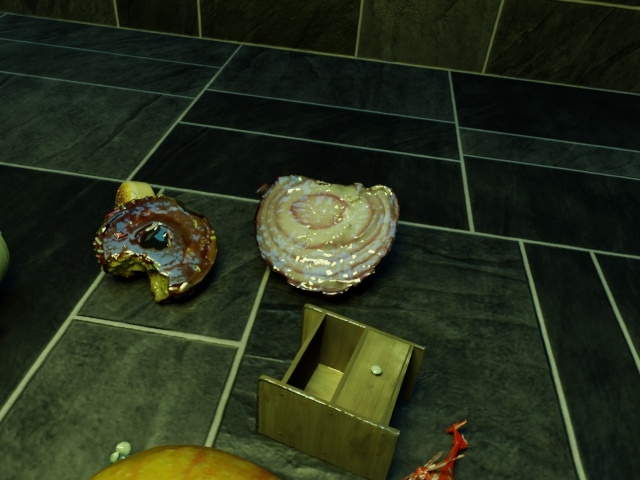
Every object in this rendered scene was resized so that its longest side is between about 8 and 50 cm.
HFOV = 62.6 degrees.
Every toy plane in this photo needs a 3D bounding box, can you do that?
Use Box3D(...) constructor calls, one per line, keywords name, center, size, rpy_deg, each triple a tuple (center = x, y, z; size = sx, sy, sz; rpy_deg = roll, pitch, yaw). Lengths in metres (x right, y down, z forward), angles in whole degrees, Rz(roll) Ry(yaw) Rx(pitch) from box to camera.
Box3D(name="toy plane", center=(0.175, 0.344, 0.772), size=(0.077, 0.126, 0.194), rpy_deg=(54, 14, 7))

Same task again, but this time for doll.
Box3D(name="doll", center=(-0.275, 0.338, 0.731), size=(0.076, 0.050, 0.083), rpy_deg=(33, 41, 5))

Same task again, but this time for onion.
Box3D(name="onion", center=(0.000, 0.000, 1.142), size=(0.314, 0.146, 0.280), rpy_deg=(14, 63, 10))

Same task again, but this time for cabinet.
Box3D(name="cabinet", center=(0.035, 0.231, 0.826), size=(0.215, 0.148, 0.175), rpy_deg=(18, 40, 14))

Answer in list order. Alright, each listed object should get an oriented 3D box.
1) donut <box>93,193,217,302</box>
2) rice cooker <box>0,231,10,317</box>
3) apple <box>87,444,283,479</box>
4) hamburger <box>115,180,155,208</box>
Box3D(name="donut", center=(-0.325, 0.016, 1.056), size=(0.230, 0.096, 0.216), rpy_deg=(15, 52, -11))
Box3D(name="rice cooker", center=(-0.672, 0.064, 0.877), size=(0.280, 0.241, 0.227), rpy_deg=(34, 26, -25))
Box3D(name="apple", center=(-0.134, 0.383, 0.461), size=(0.400, 0.334, 0.400), rpy_deg=(2, 35, -1))
Box3D(name="hamburger", center=(-0.413, -0.064, 1.168), size=(0.081, 0.126, 0.141), rpy_deg=(-11, 64, -36))
